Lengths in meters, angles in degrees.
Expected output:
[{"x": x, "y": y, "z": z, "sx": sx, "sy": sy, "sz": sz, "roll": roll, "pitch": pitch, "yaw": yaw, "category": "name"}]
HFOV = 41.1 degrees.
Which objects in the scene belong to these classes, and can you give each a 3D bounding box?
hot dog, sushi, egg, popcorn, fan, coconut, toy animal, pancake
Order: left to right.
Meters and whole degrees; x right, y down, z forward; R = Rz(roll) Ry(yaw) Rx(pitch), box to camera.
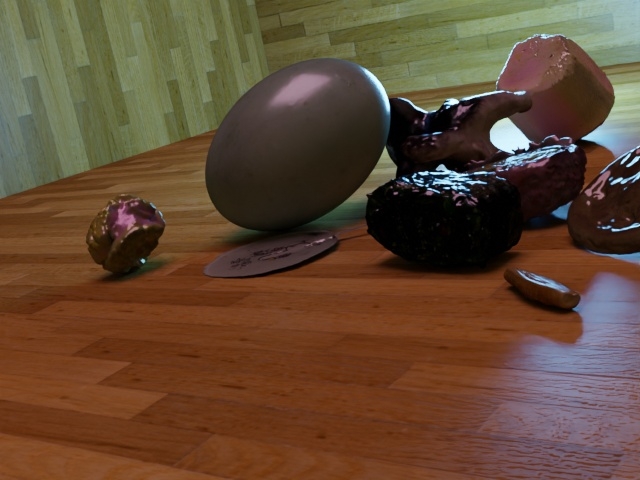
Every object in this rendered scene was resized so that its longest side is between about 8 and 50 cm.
[{"x": -0.351, "y": -0.011, "z": 1.528, "sx": 0.126, "sy": 0.145, "sz": 0.126, "roll": 20, "pitch": -19, "yaw": -26, "category": "popcorn"}, {"x": -0.042, "y": -0.179, "z": 1.605, "sx": 0.389, "sy": 0.276, "sz": 0.276, "roll": -39, "pitch": 19, "yaw": -6, "category": "egg"}, {"x": 0.000, "y": 0.001, "z": 1.456, "sx": 0.415, "sy": 0.012, "sz": 0.233, "roll": -15, "pitch": 15, "yaw": -5, "category": "fan"}, {"x": 0.170, "y": -0.030, "z": 1.221, "sx": 0.225, "sy": 0.124, "sz": 0.127, "roll": 11, "pitch": 26, "yaw": 44, "category": "sushi"}, {"x": 0.236, "y": -0.199, "z": 1.693, "sx": 0.303, "sy": 0.194, "sz": 0.344, "roll": -12, "pitch": 8, "yaw": -26, "category": "toy animal"}, {"x": 0.306, "y": -0.084, "z": 1.359, "sx": 0.241, "sy": 0.107, "sz": 0.161, "roll": -14, "pitch": 12, "yaw": 24, "category": "sushi"}, {"x": 0.257, "y": 0.056, "z": 1.012, "sx": 0.044, "sy": 0.028, "sz": 0.137, "roll": 11, "pitch": 9, "yaw": -21, "category": "hot dog"}, {"x": 0.522, "y": -0.321, "z": 1.877, "sx": 0.233, "sy": 0.245, "sz": 0.233, "roll": -32, "pitch": 38, "yaw": 29, "category": "coconut"}, {"x": 0.437, "y": -0.068, "z": 1.149, "sx": 0.242, "sy": 0.050, "sz": 0.242, "roll": -31, "pitch": 20, "yaw": 13, "category": "pancake"}]
